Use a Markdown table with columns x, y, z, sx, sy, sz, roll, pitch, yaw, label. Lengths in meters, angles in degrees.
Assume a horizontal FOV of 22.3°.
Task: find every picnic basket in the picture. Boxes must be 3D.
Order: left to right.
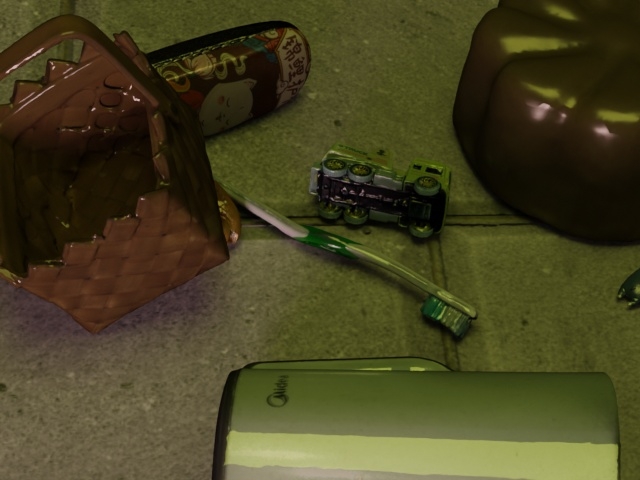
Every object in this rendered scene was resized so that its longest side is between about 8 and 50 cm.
| x | y | z | sx | sy | sz | roll | pitch | yaw | label |
| --- | --- | --- | --- | --- | --- | --- | --- | --- | --- |
| -0.271 | -0.092 | 1.757 | 0.254 | 0.321 | 0.291 | -30 | 49 | 15 | picnic basket |

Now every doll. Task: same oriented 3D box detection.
| x | y | z | sx | sy | sz | roll | pitch | yaw | label |
| --- | --- | --- | --- | --- | --- | --- | --- | --- | --- |
| 0.396 | 0.039 | 1.915 | 0.125 | 0.027 | 0.037 | -36 | 60 | -27 | doll |

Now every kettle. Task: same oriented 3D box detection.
| x | y | z | sx | sy | sz | roll | pitch | yaw | label |
| --- | --- | --- | --- | --- | --- | --- | --- | --- | --- |
| 0.088 | 0.217 | 1.617 | 0.377 | 0.250 | 0.361 | 3 | 28 | 1 | kettle |

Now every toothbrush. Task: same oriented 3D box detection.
| x | y | z | sx | sy | sz | roll | pitch | yaw | label |
| --- | --- | --- | --- | --- | --- | --- | --- | --- | --- |
| 0.003 | -0.004 | 1.904 | 0.418 | 0.042 | 0.040 | 31 | 85 | 19 | toothbrush |

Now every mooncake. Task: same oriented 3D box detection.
| x | y | z | sx | sy | sz | roll | pitch | yaw | label |
| --- | --- | --- | --- | --- | --- | --- | --- | --- | --- |
| 0.357 | -0.193 | 1.997 | 0.378 | 0.200 | 0.378 | 3 | 48 | -3 | mooncake |

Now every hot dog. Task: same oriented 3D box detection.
| x | y | z | sx | sy | sz | roll | pitch | yaw | label |
| --- | --- | --- | --- | --- | --- | --- | --- | --- | --- |
| -0.154 | -0.037 | 1.913 | 0.140 | 0.060 | 0.090 | 38 | 52 | 16 | hot dog |

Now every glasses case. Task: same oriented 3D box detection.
| x | y | z | sx | sy | sz | roll | pitch | yaw | label |
| --- | --- | --- | --- | --- | --- | --- | --- | --- | --- |
| -0.158 | -0.184 | 1.993 | 0.321 | 0.122 | 0.082 | -20 | 53 | -21 | glasses case |

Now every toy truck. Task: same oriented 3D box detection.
| x | y | z | sx | sy | sz | roll | pitch | yaw | label |
| --- | --- | --- | --- | --- | --- | --- | --- | --- | --- |
| 0.075 | -0.070 | 1.950 | 0.169 | 0.077 | 0.100 | 11 | 35 | 9 | toy truck |
